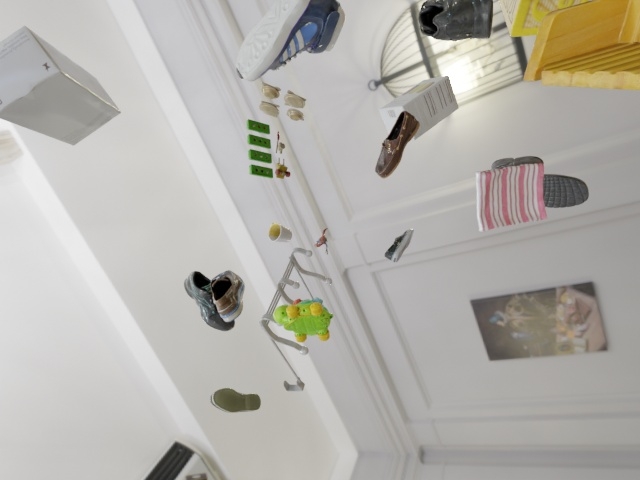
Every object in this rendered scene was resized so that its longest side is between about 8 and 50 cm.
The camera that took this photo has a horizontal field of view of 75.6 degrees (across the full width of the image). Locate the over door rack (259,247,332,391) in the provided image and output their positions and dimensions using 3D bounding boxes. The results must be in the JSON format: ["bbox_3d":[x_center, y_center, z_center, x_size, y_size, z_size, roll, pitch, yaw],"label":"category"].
[{"bbox_3d":[-0.041,0.212,1.077,0.239,0.108,0.324,-67,-25,-43],"label":"over door rack"}]

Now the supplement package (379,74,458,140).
[{"bbox_3d":[0.366,-0.488,1.529,0.244,0.139,0.133,-38,-63,-18],"label":"supplement package"}]

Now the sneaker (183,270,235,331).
[{"bbox_3d":[-0.417,0.228,1.553,0.267,0.106,0.101,47,-134,6],"label":"sneaker"}]

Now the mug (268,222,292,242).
[{"bbox_3d":[-0.128,-0.028,1.359,0.064,0.062,0.078,17,-122,-45],"label":"mug"}]

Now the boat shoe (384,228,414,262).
[{"bbox_3d":[0.232,0.008,1.205,0.142,0.040,0.049,-49,-29,-39],"label":"boat shoe"}]

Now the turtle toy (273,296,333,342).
[{"bbox_3d":[-0.036,0.157,0.854,0.066,0.130,0.095,-78,-22,-56],"label":"turtle toy"}]

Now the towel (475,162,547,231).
[{"bbox_3d":[0.459,-0.106,0.990,0.029,0.197,0.144,-166,67,-71],"label":"towel"}]

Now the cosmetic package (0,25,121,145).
[{"bbox_3d":[-0.805,-0.439,1.241,0.156,0.217,0.385,54,177,-2],"label":"cosmetic package"}]

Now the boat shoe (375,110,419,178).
[{"bbox_3d":[0.220,-0.292,1.255,0.073,0.073,0.206,24,-85,-41],"label":"boat shoe"}]

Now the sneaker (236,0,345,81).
[{"bbox_3d":[-0.066,-0.559,1.190,0.236,0.323,0.130,7,-134,-51],"label":"sneaker"}]

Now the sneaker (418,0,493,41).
[{"bbox_3d":[0.270,-0.495,0.886,0.286,0.130,0.109,-87,-13,-57],"label":"sneaker"}]

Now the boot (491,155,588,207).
[{"bbox_3d":[0.740,-0.224,1.419,0.223,0.338,0.118,-45,-46,-38],"label":"boot"}]

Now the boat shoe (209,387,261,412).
[{"bbox_3d":[-0.320,0.591,1.507,0.228,0.069,0.081,32,-135,-45],"label":"boat shoe"}]

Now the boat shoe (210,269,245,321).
[{"bbox_3d":[-0.216,0.109,0.953,0.066,0.066,0.183,61,177,-28],"label":"boat shoe"}]

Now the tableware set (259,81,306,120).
[{"bbox_3d":[-0.113,-0.401,1.213,0.168,0.141,0.020,118,169,-75],"label":"tableware set"}]

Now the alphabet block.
[{"bbox_3d":[0.648,-0.737,1.190,0.193,0.193,0.197,75,-164,-57],"label":"alphabet block"}]

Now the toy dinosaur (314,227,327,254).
[{"bbox_3d":[0.000,0.000,1.297,0.082,0.047,0.090,82,-171,-84],"label":"toy dinosaur"}]

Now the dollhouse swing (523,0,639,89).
[{"bbox_3d":[0.542,-0.419,0.612,0.347,0.315,0.304,-125,19,-62],"label":"dollhouse swing"}]

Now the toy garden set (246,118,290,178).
[{"bbox_3d":[-0.233,-0.384,1.803,0.204,0.049,0.244,4,-104,-40],"label":"toy garden set"}]
